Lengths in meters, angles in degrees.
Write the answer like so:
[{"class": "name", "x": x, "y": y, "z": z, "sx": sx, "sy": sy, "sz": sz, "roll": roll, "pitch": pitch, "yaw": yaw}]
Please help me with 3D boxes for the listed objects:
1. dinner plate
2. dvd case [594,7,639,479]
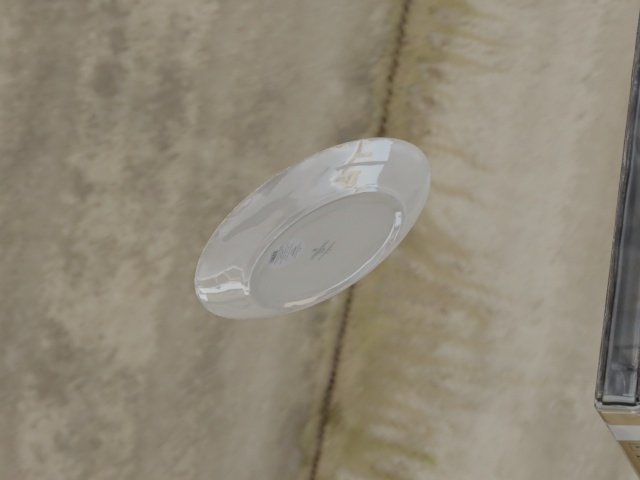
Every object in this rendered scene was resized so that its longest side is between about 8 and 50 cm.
[{"class": "dinner plate", "x": 0.000, "y": 0.000, "z": 0.966, "sx": 0.141, "sy": 0.141, "sz": 0.017, "roll": -47, "pitch": -123, "yaw": 24}, {"class": "dvd case", "x": 0.125, "y": 0.013, "z": 0.579, "sx": 0.018, "sy": 0.221, "sz": 0.164, "roll": 1, "pitch": -114, "yaw": 22}]
